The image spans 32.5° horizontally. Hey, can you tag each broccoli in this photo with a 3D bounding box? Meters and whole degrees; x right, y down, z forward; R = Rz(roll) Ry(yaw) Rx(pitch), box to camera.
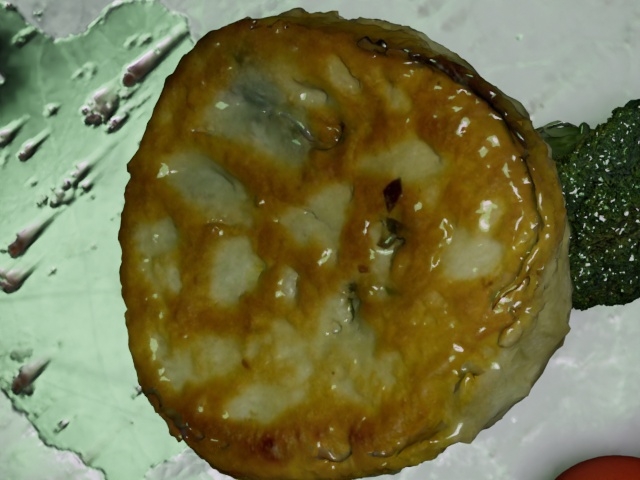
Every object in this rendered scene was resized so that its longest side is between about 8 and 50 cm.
[{"bbox_3d":[0.177,-0.022,0.693,0.162,0.146,0.138,-42,48,-13],"label":"broccoli"}]

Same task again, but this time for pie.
[{"bbox_3d":[0.000,0.000,0.673,0.315,0.092,0.315,1,93,31],"label":"pie"}]

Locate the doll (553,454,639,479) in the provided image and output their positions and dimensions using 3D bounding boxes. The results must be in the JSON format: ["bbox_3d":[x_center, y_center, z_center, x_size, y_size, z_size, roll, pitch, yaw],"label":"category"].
[{"bbox_3d":[0.201,0.209,0.675,0.290,0.130,0.161,-37,71,6],"label":"doll"}]
